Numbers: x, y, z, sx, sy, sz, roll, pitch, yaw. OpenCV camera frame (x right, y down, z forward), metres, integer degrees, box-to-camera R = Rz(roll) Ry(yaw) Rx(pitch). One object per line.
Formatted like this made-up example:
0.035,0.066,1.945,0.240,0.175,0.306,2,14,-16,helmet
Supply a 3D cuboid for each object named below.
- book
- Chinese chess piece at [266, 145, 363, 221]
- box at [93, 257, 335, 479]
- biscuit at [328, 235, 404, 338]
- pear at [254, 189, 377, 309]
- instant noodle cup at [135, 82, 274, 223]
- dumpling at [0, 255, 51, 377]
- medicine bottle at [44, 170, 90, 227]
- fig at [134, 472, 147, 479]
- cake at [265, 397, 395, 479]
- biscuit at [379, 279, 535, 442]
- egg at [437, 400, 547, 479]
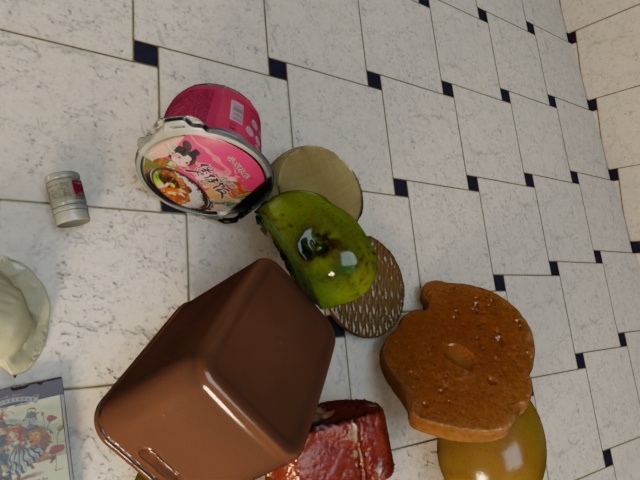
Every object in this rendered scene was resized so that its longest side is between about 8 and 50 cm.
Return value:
-0.477,0.345,0.763,0.158,0.026,0.231,-5,80,-36,book
-0.017,-0.102,1.160,0.250,0.103,0.249,9,72,-31,Chinese chess piece
-0.145,0.219,0.820,0.239,0.229,0.339,50,27,-13,box
0.108,0.114,1.226,0.262,0.037,0.261,10,71,-32,biscuit
0.000,0.000,0.952,0.164,0.255,0.238,-30,98,-11,pear
-0.216,-0.191,0.976,0.259,0.302,0.181,2,57,-1,instant noodle cup
-0.515,0.098,0.752,0.216,0.126,0.166,32,45,-20,dumpling
-0.452,-0.073,0.877,0.058,0.058,0.091,-13,84,-36,medicine bottle
-0.225,0.405,0.847,0.186,0.142,0.148,-58,138,-18,fig
0.011,0.417,0.990,0.283,0.177,0.150,-8,82,-30,cake
0.345,0.285,1.199,0.455,0.350,0.078,-43,147,-38,biscuit
0.419,0.493,1.203,0.250,0.250,0.322,41,49,-19,egg
